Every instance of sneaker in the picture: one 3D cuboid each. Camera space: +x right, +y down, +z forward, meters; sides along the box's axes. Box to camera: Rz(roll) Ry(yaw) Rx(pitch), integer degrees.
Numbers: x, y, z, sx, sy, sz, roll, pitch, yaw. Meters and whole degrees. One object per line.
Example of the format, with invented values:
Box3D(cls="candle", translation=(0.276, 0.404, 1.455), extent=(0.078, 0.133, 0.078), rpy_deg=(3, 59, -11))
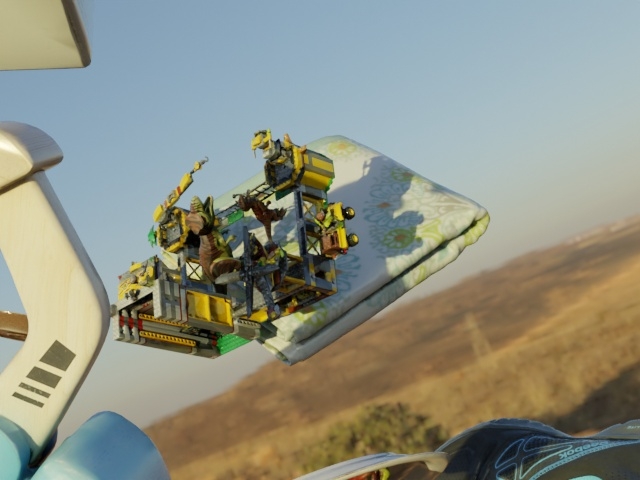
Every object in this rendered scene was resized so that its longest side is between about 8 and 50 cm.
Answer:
Box3D(cls="sneaker", translation=(0.197, 0.240, 1.170), extent=(0.341, 0.125, 0.139), rpy_deg=(-21, 1, 45))

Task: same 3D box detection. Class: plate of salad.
Box3D(cls="plate of salad", translation=(-0.007, 0.183, 0.766), extent=(0.200, 0.048, 0.200), rpy_deg=(-20, -21, -8))

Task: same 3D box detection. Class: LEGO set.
Box3D(cls="LEGO set", translation=(-0.137, 0.005, 1.517), extent=(0.331, 0.255, 0.192), rpy_deg=(-18, -24, 42))

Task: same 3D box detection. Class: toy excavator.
Box3D(cls="toy excavator", translation=(-0.250, 0.178, 1.086), extent=(0.445, 0.433, 0.222), rpy_deg=(-52, -1, 12))

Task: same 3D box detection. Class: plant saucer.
Box3D(cls="plant saucer", translation=(-0.435, 0.130, 1.811), extent=(0.168, 0.029, 0.168), rpy_deg=(10, -11, 2))

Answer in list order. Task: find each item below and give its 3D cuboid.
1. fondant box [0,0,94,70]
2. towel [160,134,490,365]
Box3D(cls="fondant box", translation=(-0.248, -0.255, 0.695), extent=(0.238, 0.330, 0.096), rpy_deg=(-3, -24, -1))
Box3D(cls="towel", translation=(0.000, 0.000, 1.755), extent=(0.374, 0.090, 0.320), rpy_deg=(-33, 45, -25))
